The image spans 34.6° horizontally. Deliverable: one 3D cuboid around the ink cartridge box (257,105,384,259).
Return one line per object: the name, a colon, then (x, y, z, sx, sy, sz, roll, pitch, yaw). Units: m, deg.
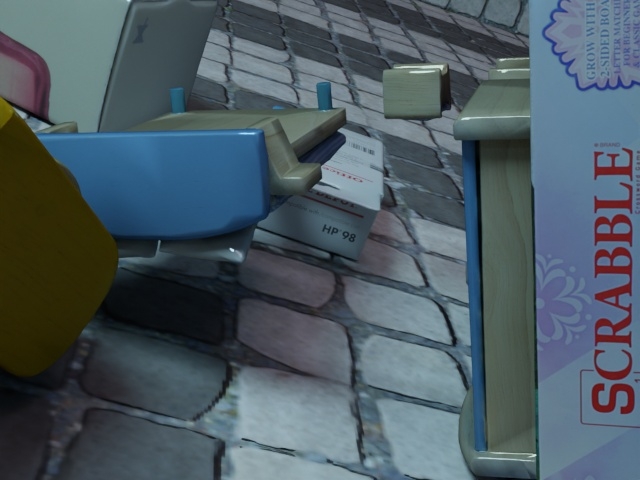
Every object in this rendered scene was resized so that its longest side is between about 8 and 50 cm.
ink cartridge box: (-0.007, -0.045, 0.826, 0.104, 0.060, 0.180, 19, 21, -3)

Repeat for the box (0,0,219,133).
box: (-0.233, -0.193, 0.893, 0.232, 0.126, 0.149, 27, 22, 16)

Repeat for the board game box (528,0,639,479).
board game box: (0.159, -0.006, 0.538, 0.066, 0.317, 0.319, 1, 15, 17)

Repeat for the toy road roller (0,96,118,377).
toy road roller: (-0.255, -0.005, 0.395, 0.203, 0.240, 0.329, 28, -15, 20)

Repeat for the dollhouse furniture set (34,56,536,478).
dollhouse furniture set: (0.000, 0.000, 0.666, 0.303, 0.198, 0.286, 1, 16, 15)
